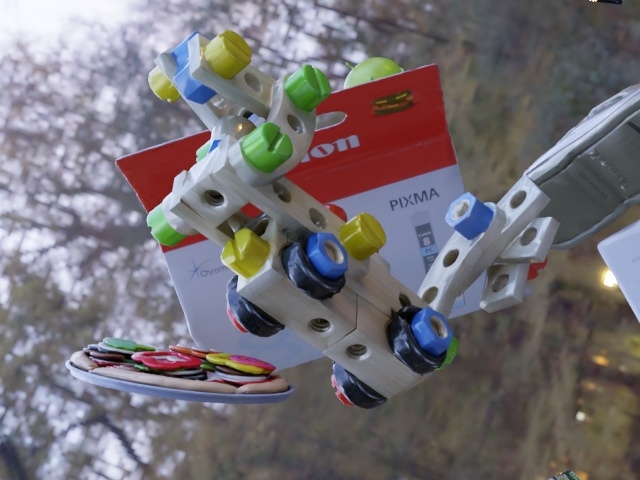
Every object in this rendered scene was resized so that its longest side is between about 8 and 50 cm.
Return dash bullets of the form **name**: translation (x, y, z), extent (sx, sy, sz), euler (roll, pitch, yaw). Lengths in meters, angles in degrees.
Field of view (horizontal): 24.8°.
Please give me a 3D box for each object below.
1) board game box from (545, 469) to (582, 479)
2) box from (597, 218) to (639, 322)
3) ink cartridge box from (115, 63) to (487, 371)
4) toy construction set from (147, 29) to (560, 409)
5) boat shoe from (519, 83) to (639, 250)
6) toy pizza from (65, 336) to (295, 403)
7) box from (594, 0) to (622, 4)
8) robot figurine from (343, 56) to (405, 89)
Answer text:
- **board game box**: translation (0.156, 0.316, 1.457), extent (0.260, 0.030, 0.136), euler (-10, -48, -45)
- **box**: translation (0.428, 0.113, 1.342), extent (0.168, 0.345, 0.215), euler (-31, -11, 19)
- **ink cartridge box**: translation (0.000, 0.000, 1.433), extent (0.385, 0.308, 0.091), euler (70, -176, -63)
- **toy construction set**: translation (0.017, -0.011, 1.046), extent (0.151, 0.328, 0.215), euler (-51, 23, 37)
- **boat shoe**: translation (0.291, -0.095, 1.266), extent (0.302, 0.113, 0.103), euler (-26, 23, 44)
- **toy pizza**: translation (-0.121, 0.110, 1.274), extent (0.201, 0.201, 0.032), euler (0, -83, -76)
- **box**: translation (0.246, -0.325, 1.155), extent (0.175, 0.051, 0.220), euler (80, -153, -56)
- **robot figurine**: translation (0.068, -0.138, 1.457), extent (0.067, 0.101, 0.115), euler (-51, -49, -5)
